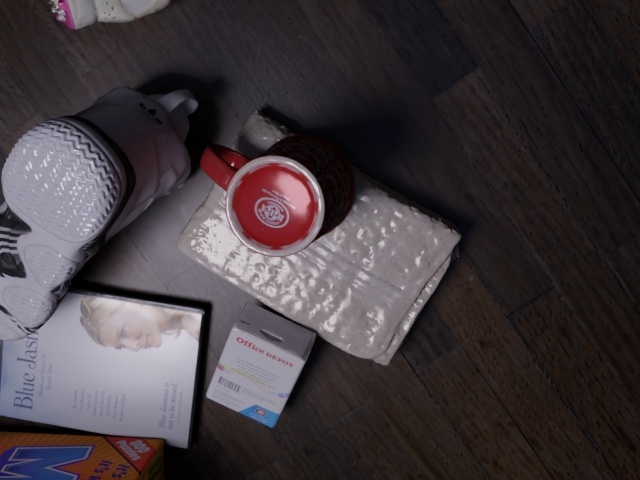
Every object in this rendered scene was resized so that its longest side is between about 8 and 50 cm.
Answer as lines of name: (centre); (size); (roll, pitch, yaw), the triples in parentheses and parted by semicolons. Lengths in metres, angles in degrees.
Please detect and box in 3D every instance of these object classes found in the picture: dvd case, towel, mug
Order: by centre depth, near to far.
mug: (-0.047, -0.041, 0.801); (0.150, 0.169, 0.113); (-3, 100, 8)
towel: (0.000, 0.000, 0.913); (0.282, 0.049, 0.187); (31, 101, 1)
dvd case: (-0.267, 0.145, 0.985); (0.252, 0.022, 0.181); (9, 102, 5)

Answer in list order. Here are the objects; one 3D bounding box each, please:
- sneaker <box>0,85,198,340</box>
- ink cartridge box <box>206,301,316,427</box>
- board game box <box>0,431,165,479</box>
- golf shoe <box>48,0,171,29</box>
sneaker: (-0.265, -0.032, 0.890); (0.137, 0.210, 0.366); (47, 131, -3)
ink cartridge box: (-0.068, 0.141, 0.923); (0.088, 0.052, 0.123); (25, 128, 1)
board game box: (-0.380, 0.448, 0.877); (0.356, 0.356, 0.357); (1, 104, 7)
golf shoe: (-0.226, -0.376, 0.852); (0.140, 0.115, 0.307); (-6, 98, -18)
